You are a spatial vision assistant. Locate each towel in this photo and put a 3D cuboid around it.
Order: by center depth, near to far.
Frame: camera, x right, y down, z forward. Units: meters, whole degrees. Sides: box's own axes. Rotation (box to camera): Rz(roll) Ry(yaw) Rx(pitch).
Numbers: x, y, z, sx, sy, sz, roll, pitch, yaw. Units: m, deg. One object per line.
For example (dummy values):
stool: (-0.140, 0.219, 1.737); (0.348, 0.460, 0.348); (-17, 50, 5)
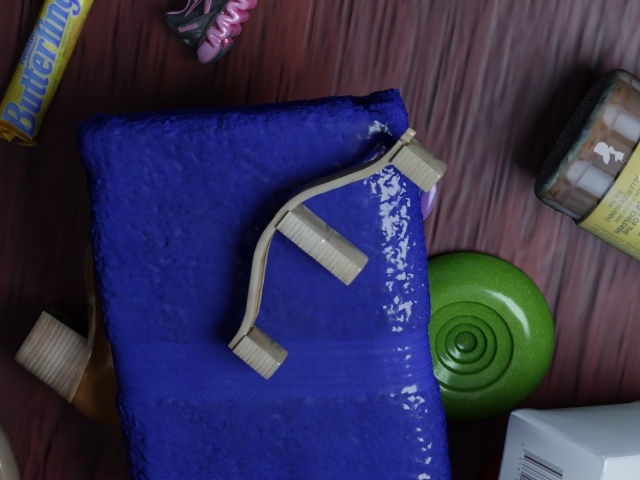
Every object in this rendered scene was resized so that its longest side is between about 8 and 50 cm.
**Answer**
towel: (-0.033, 0.053, 1.154); (0.228, 0.076, 0.308); (-3, 109, 14)

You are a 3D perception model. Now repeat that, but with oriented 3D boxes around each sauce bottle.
sauce bottle: (0.316, 0.010, 1.171); (0.344, 0.111, 0.111); (29, 104, -4)

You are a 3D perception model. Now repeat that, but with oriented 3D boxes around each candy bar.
candy bar: (-0.190, -0.141, 1.223); (0.040, 0.018, 0.161); (25, 103, 0)

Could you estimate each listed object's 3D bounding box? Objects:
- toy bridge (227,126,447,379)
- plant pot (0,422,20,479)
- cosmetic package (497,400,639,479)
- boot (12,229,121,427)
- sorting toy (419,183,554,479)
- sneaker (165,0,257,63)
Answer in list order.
toy bridge: (0.000, 0.000, 1.071); (0.063, 0.026, 0.188); (39, 113, -1)
plant pot: (-0.347, 0.199, 1.268); (0.237, 0.110, 0.237); (1, 102, 4)
cosmetic package: (0.229, 0.295, 1.171); (0.284, 0.097, 0.377); (-1, 106, -37)
boot: (-0.108, 0.048, 1.239); (0.152, 0.073, 0.197); (31, 104, -9)
sorting toy: (0.111, 0.104, 1.200); (0.127, 0.126, 0.365); (-24, 101, 10)
sneaker: (-0.065, -0.182, 1.193); (0.057, 0.047, 0.119); (37, 102, 8)
